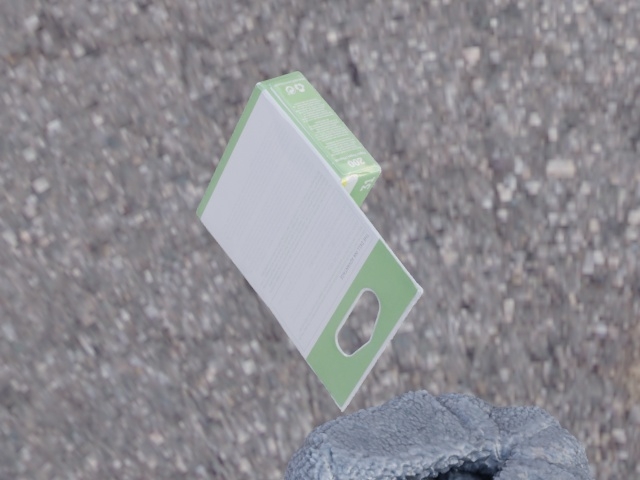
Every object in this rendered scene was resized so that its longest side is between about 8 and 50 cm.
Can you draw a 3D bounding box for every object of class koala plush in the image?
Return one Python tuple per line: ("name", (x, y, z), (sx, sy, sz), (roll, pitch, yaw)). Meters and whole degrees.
("koala plush", (0.082, 0.234, 1.202), (0.203, 0.221, 0.196), (-22, 52, -42))

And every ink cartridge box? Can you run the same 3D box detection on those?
("ink cartridge box", (0.000, 0.000, 1.435), (0.056, 0.171, 0.235), (-20, 61, -40))
